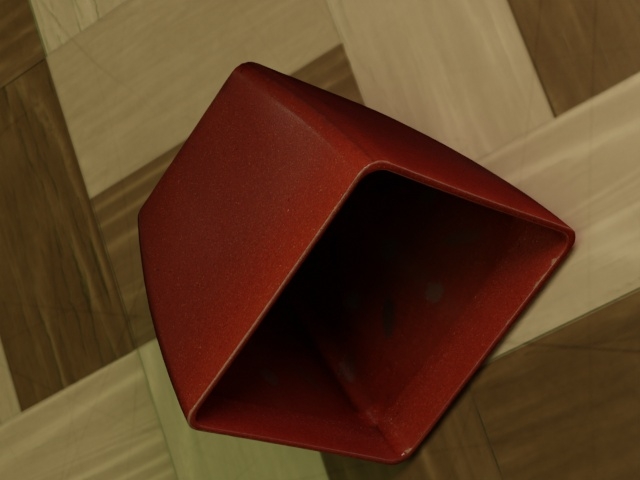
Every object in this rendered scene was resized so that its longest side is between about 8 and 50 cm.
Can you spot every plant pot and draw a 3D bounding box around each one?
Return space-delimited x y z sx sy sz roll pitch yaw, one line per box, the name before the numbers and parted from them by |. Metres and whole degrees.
plant pot | 0.000 0.000 1.487 0.267 0.267 0.236 -54 48 18
